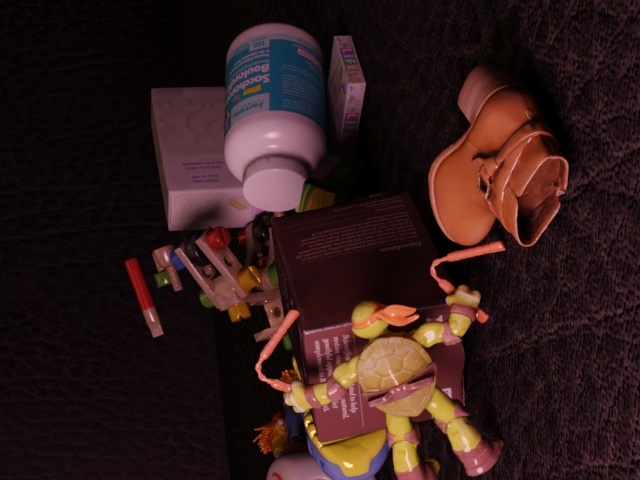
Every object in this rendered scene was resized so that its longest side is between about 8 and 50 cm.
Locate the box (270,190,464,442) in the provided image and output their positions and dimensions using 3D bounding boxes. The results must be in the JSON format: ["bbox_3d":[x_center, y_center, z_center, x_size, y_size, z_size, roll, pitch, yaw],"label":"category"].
[{"bbox_3d":[0.050,0.079,1.312,0.203,0.167,0.168,-108,9,-52],"label":"box"}]

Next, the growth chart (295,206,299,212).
[{"bbox_3d":[-0.018,-0.001,1.896,0.237,0.021,0.172,-103,1,-76],"label":"growth chart"}]

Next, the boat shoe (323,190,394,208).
[{"bbox_3d":[0.037,0.056,1.572,0.320,0.103,0.118,101,162,-54],"label":"boat shoe"}]

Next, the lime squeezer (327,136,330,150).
[{"bbox_3d":[-0.008,-0.129,1.821,0.110,0.058,0.310,86,177,-69],"label":"lime squeezer"}]

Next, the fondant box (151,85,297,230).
[{"bbox_3d":[-0.180,-0.160,2.217,0.330,0.238,0.096,-107,18,-47],"label":"fondant box"}]

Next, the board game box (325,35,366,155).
[{"bbox_3d":[0.032,-0.197,1.696,0.154,0.026,0.103,99,163,-48],"label":"board game box"}]

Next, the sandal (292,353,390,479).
[{"bbox_3d":[0.034,0.256,1.657,0.317,0.126,0.138,-103,9,-72],"label":"sandal"}]

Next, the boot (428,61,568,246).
[{"bbox_3d":[0.156,-0.040,1.052,0.152,0.073,0.197,-114,20,-48],"label":"boot"}]

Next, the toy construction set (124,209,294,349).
[{"bbox_3d":[-0.147,0.093,2.013,0.257,0.308,0.237,-8,-101,-82],"label":"toy construction set"}]

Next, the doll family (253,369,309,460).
[{"bbox_3d":[-0.043,0.300,1.935,0.163,0.118,0.263,-92,12,-49],"label":"doll family"}]

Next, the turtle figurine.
[{"bbox_3d":[0.093,0.132,1.150,0.217,0.269,0.087,61,-177,-16],"label":"turtle figurine"}]

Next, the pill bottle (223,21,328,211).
[{"bbox_3d":[-0.063,-0.171,1.691,0.146,0.146,0.264,101,169,-52],"label":"pill bottle"}]

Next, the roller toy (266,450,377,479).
[{"bbox_3d":[-0.003,0.401,1.742,0.209,0.146,0.191,-126,37,-59],"label":"roller toy"}]

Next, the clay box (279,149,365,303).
[{"bbox_3d":[0.000,0.000,1.653,0.127,0.053,0.222,-50,-23,-57],"label":"clay box"}]
